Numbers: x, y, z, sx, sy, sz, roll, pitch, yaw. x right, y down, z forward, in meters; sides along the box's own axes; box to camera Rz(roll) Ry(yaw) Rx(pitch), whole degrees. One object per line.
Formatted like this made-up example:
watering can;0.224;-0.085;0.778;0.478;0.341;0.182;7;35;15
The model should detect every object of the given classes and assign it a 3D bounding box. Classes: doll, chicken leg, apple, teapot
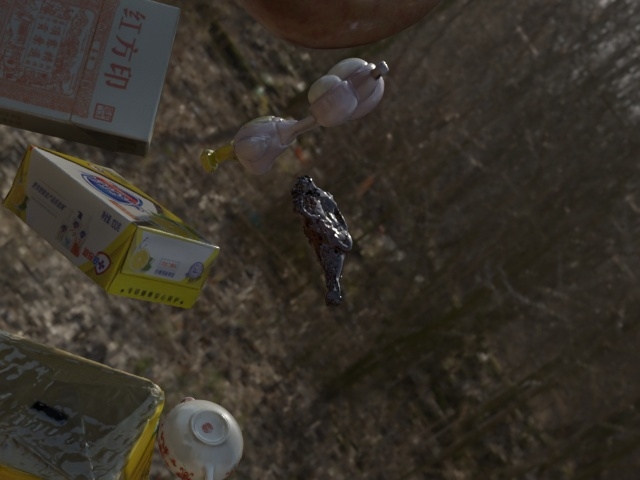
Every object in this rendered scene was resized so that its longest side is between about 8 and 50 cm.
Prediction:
doll;-0.031;-0.197;1.756;0.094;0.365;0.160;60;34;-2
chicken leg;0.004;-0.001;1.490;0.093;0.053;0.205;10;49;-58
apple;0.041;-0.409;1.426;0.345;0.344;0.269;46;8;-45
teapot;-0.217;0.378;1.963;0.159;0.116;0.246;22;47;-28

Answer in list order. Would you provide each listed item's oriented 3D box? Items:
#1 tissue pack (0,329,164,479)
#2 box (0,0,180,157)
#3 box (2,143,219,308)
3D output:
tissue pack;-0.398;0.337;1.500;0.293;0.382;0.228;19;42;4
box;-0.367;-0.235;1.301;0.051;0.365;0.205;120;-19;-62
box;-0.285;-0.019;1.454;0.265;0.097;0.168;34;9;37
